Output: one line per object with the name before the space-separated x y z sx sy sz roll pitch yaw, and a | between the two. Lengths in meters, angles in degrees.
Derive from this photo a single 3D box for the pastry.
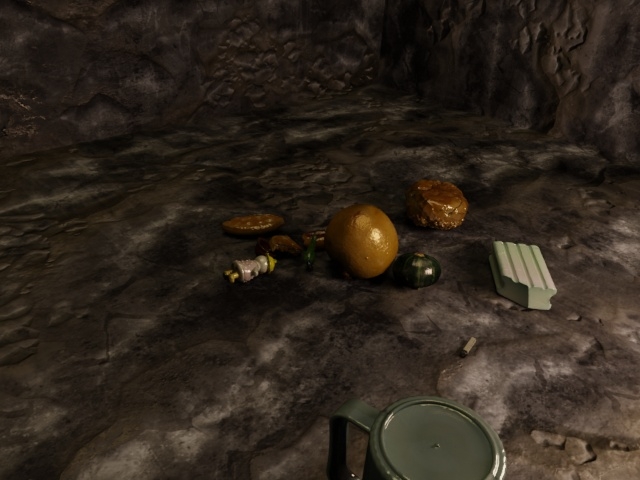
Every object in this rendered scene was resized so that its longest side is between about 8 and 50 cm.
pastry | 0.480 -0.141 2.265 0.254 0.162 0.311 6 28 3

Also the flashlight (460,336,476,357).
flashlight | 0.441 0.319 1.614 0.018 0.018 0.083 22 36 27

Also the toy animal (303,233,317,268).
toy animal | -0.035 0.054 1.976 0.041 0.075 0.217 5 26 4

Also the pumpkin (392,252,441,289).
pumpkin | 0.331 0.104 1.867 0.167 0.125 0.167 18 11 -3

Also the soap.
soap | 0.704 0.117 1.908 0.172 0.095 0.290 6 31 4

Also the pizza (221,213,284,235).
pizza | -0.265 -0.054 2.154 0.246 0.058 0.127 -10 34 -18

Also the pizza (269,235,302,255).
pizza | -0.130 0.022 2.033 0.130 0.041 0.178 21 14 -7

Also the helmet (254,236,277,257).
helmet | -0.211 0.042 1.996 0.089 0.057 0.111 32 16 -26

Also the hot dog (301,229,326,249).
hot dog | -0.001 -0.001 2.092 0.140 0.060 0.090 -14 38 -15

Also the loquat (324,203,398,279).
loquat | 0.138 0.011 1.902 0.274 0.275 0.275 2 30 -1

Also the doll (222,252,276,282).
doll | -0.240 0.095 1.880 0.207 0.081 0.129 -17 23 -35

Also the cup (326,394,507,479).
cup | 0.185 0.469 1.044 0.256 0.312 0.331 -10 32 -21
